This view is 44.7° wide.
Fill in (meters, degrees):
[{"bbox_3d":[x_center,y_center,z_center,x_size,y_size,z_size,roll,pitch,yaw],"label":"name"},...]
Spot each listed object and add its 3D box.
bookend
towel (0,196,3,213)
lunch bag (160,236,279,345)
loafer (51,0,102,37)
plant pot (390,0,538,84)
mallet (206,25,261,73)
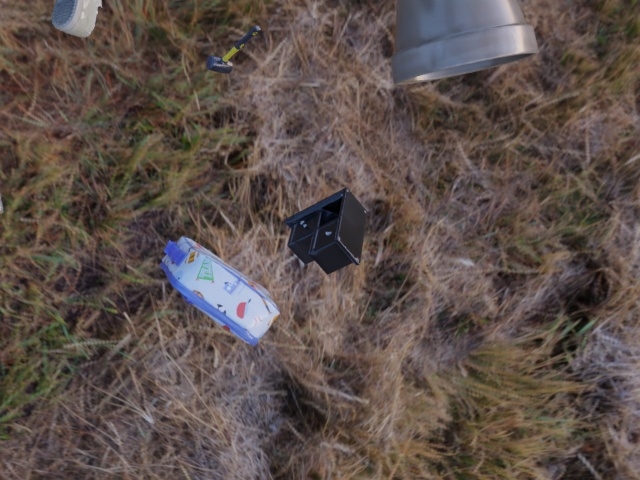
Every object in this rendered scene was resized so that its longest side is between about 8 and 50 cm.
[{"bbox_3d":[0.000,0.000,1.469,0.157,0.072,0.156,-26,31,28],"label":"bookend"},{"bbox_3d":[-0.613,-0.191,1.086,0.271,0.040,0.370,-12,92,-6],"label":"towel"},{"bbox_3d":[-0.222,0.096,1.626,0.243,0.303,0.115,37,85,-19],"label":"lunch bag"},{"bbox_3d":[-0.583,-0.611,1.906,0.102,0.092,0.269,2,68,22],"label":"loafer"},{"bbox_3d":[0.295,-0.511,1.707,0.323,0.323,0.280,-11,96,-6],"label":"plant pot"},{"bbox_3d":[-0.209,-0.456,1.846,0.062,0.189,0.039,-1,70,-33],"label":"mallet"}]
